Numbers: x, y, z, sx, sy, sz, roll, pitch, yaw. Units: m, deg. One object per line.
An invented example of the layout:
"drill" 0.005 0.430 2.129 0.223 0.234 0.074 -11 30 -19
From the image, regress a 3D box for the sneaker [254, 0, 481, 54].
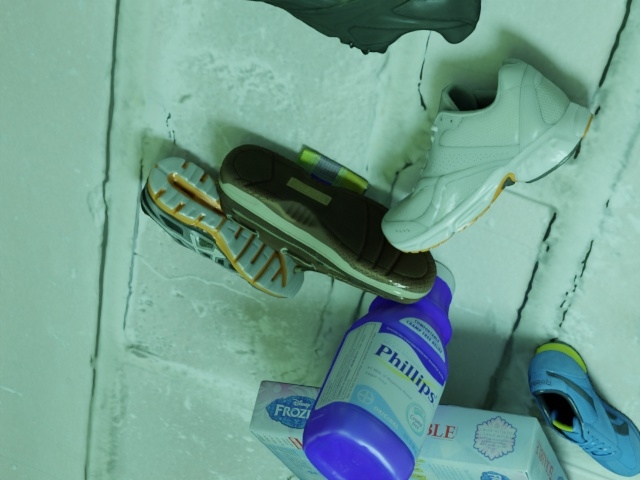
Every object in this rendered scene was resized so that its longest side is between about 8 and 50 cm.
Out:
"sneaker" 0.015 -0.231 1.494 0.286 0.109 0.130 8 140 21

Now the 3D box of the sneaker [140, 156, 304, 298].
"sneaker" -0.109 -0.009 1.787 0.215 0.084 0.083 40 148 -10

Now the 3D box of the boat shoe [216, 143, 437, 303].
"boat shoe" 0.004 -0.005 1.709 0.257 0.095 0.095 34 140 11

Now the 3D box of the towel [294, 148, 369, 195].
"towel" 0.008 -0.062 1.723 0.083 0.009 0.060 31 137 -5

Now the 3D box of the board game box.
"board game box" 0.117 0.260 1.853 0.318 0.065 0.318 6 158 19

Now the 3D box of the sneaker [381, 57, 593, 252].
"sneaker" 0.140 -0.090 1.585 0.121 0.099 0.262 46 126 -9

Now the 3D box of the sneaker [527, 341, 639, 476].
"sneaker" 0.294 0.209 1.798 0.069 0.082 0.209 -19 122 35

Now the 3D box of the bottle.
"bottle" 0.074 0.134 1.679 0.118 0.283 0.092 44 134 -16
